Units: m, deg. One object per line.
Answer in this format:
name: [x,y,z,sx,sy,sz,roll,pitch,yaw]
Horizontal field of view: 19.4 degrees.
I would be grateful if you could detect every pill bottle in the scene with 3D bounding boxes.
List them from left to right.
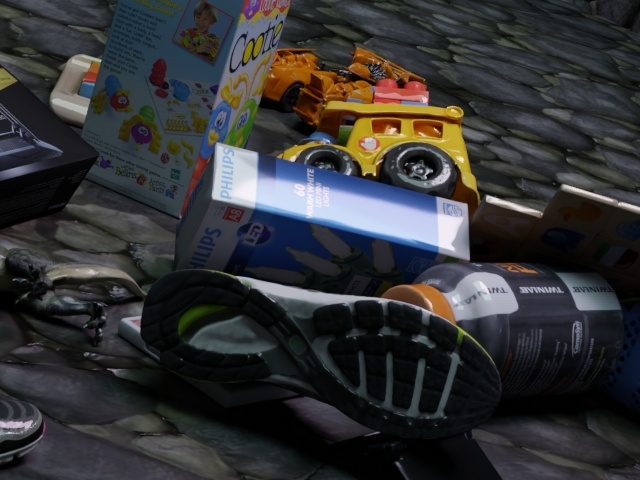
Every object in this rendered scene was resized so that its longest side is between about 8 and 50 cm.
pill bottle: [0.161,0.085,1.754,0.246,0.130,0.130,1,24,-43]

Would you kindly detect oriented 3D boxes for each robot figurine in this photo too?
robot figurine: [0.034,-0.210,2.586,0.211,0.085,0.291,30,21,31]

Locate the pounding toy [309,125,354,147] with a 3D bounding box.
pounding toy: [0.069,-0.040,2.130,0.183,0.110,0.237,11,-14,14]

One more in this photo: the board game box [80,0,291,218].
board game box: [-0.145,-0.185,2.025,0.144,0.275,0.142,24,19,16]

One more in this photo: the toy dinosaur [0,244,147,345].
toy dinosaur: [-0.243,0.038,1.624,0.268,0.064,0.118,10,13,-34]

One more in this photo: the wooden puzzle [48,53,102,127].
wooden puzzle: [-0.214,-0.171,2.296,0.221,0.044,0.238,16,18,-7]

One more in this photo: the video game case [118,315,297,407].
video game case: [-0.077,0.100,1.660,0.143,0.019,0.157,30,22,35]

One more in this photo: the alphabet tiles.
alphabet tiles: [0.300,0.045,1.867,0.343,0.285,0.011,16,61,-5]

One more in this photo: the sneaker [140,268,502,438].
sneaker: [0.007,0.085,1.561,0.300,0.111,0.121,17,4,8]

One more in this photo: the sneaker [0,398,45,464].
sneaker: [-0.273,0.114,1.335,0.170,0.074,0.063,9,20,-27]

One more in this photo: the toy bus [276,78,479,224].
toy bus: [0.049,-0.080,1.949,0.220,0.149,0.211,2,51,-3]

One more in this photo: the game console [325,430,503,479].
game console: [0.081,0.193,1.548,0.107,0.071,0.122,-7,0,36]

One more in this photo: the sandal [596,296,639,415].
sandal: [0.385,0.152,1.796,0.317,0.126,0.138,23,22,20]

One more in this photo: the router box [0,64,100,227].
router box: [-0.388,-0.110,1.774,0.243,0.081,0.309,42,23,12]

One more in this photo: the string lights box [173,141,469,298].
string lights box: [0.000,0.000,1.821,0.260,0.133,0.076,13,50,-15]
